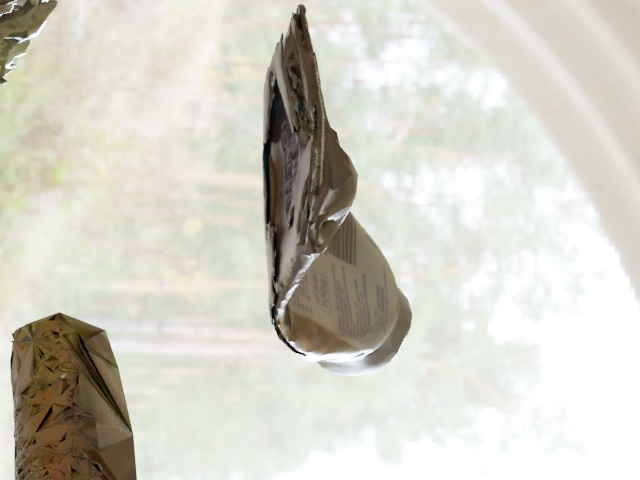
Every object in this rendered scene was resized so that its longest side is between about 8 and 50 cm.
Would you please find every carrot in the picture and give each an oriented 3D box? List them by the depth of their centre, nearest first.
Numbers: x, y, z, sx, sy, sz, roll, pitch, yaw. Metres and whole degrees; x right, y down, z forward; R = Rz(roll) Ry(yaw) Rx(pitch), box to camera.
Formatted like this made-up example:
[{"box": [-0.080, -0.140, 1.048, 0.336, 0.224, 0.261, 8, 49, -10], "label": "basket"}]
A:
[{"box": [-0.117, 0.126, 0.806, 0.228, 0.069, 0.069, -105, -160, -48], "label": "carrot"}]

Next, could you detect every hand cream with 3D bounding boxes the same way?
[{"box": [0.000, 0.000, 0.454, 0.163, 0.039, 0.062, 70, 19, -69], "label": "hand cream"}]

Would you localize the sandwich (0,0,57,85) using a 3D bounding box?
[{"box": [-0.152, -0.106, 0.568, 0.254, 0.100, 0.288, 23, -53, 42], "label": "sandwich"}]
